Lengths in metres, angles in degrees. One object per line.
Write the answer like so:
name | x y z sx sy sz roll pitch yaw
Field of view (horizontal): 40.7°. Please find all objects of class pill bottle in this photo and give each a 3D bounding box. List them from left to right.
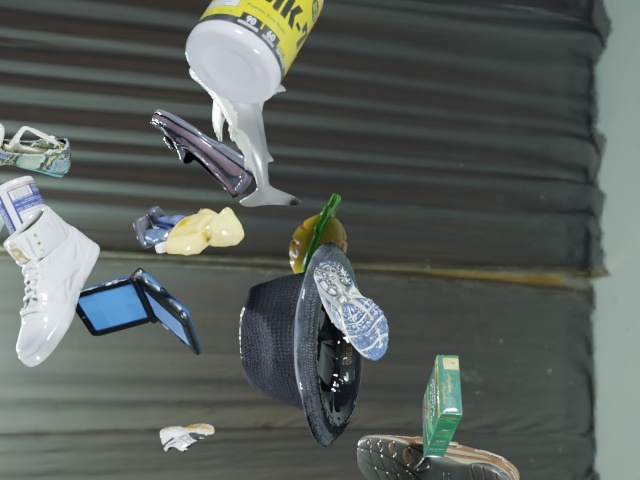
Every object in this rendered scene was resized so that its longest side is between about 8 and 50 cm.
pill bottle | -0.637 -0.046 1.875 0.169 0.094 0.094 66 165 -2
pill bottle | -0.067 -0.277 1.044 0.119 0.119 0.208 119 176 -60

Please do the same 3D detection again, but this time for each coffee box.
coffee box | 0.207 0.288 1.491 0.184 0.040 0.113 95 179 -55

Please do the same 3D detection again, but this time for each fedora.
fedora | -0.037 0.163 1.372 0.334 0.152 0.334 1 -90 -73

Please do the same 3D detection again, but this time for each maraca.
maraca | 0.000 0.000 1.526 0.127 0.099 0.186 -62 -9 -50

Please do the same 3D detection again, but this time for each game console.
game console | -0.447 0.206 2.116 0.250 0.173 0.293 39 161 17

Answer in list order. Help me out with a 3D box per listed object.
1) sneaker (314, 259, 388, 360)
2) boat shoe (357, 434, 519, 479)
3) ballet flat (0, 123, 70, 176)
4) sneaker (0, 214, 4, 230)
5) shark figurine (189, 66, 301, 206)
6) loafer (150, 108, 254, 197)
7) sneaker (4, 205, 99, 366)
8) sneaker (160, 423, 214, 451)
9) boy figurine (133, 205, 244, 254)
sneaker | 0.038 0.089 1.044 0.135 0.052 0.058 59 162 22
boat shoe | 0.231 0.447 1.677 0.120 0.324 0.122 -13 -70 -59
ballet flat | -0.447 -0.137 1.235 0.070 0.188 0.070 -5 83 47
sneaker | -0.817 -0.034 2.012 0.256 0.094 0.151 8 69 38
shark figurine | -0.097 -0.183 1.301 0.278 0.116 0.166 65 161 2
loafer | -0.284 -0.202 1.984 0.095 0.302 0.109 -58 -19 -2
sneaker | -0.528 0.073 1.582 0.108 0.169 0.292 -17 43 29
sneaker | -0.189 0.285 1.240 0.032 0.083 0.037 -1 -97 -72
boy figurine | -0.297 -0.023 1.953 0.285 0.177 0.092 1 120 40
